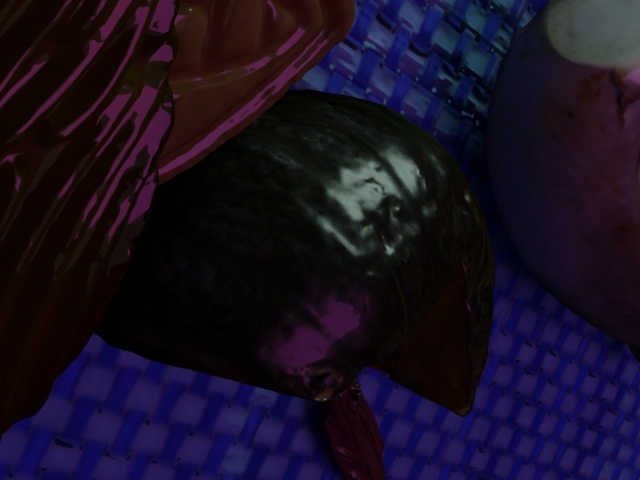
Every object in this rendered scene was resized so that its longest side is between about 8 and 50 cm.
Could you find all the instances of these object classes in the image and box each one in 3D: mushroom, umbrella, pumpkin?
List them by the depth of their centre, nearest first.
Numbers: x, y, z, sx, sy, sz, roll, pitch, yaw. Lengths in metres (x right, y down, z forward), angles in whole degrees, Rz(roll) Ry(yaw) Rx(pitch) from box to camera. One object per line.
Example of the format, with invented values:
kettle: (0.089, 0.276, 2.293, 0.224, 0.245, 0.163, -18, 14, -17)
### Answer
pumpkin: (0.000, 0.000, 0.614, 0.183, 0.119, 0.108, 8, 104, -61)
umbrella: (0.017, 0.098, 0.779, 0.165, 0.025, 0.027, 72, 32, -48)
mushroom: (0.162, -0.012, 0.845, 0.123, 0.095, 0.351, -38, 149, 5)

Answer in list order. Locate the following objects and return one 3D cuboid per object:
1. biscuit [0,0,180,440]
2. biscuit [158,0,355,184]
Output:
biscuit: (-0.164, -0.008, 0.397, 0.318, 0.040, 0.318, -29, 139, -28)
biscuit: (-0.077, -0.070, 0.495, 0.220, 0.029, 0.142, -7, 124, -37)
